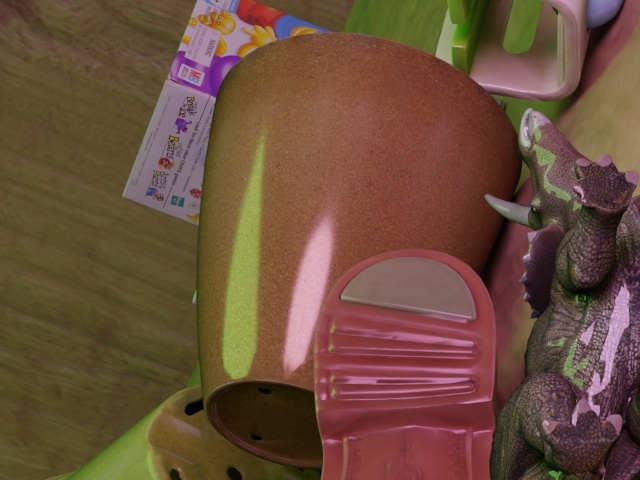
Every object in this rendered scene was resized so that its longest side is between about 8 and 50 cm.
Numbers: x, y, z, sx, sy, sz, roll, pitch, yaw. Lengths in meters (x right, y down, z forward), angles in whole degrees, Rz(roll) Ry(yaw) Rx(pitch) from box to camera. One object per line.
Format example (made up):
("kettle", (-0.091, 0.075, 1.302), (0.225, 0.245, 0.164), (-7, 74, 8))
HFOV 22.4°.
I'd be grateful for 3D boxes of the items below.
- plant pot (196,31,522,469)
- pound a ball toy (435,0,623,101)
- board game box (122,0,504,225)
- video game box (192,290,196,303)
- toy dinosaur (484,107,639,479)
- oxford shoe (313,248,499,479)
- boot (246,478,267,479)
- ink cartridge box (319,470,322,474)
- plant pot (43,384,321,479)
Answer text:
("plant pot", (0.008, 0.026, 1.150), (0.237, 0.237, 0.254), (122, 166, -55))
("pound a ball toy", (0.180, -0.247, 1.222), (0.208, 0.136, 0.319), (75, -152, -57))
("board game box", (-0.004, -0.079, 1.361), (0.142, 0.275, 0.144), (-76, 10, -45))
("video game box", (0.000, 0.000, 1.459), (0.048, 0.187, 0.205), (121, 168, -52))
("toy dinosaur", (0.130, 0.066, 0.753), (0.160, 0.121, 0.313), (100, -178, -62))
("oxford shoe", (0.051, 0.200, 0.912), (0.146, 0.141, 0.397), (75, -158, -51))
("boot", (-0.021, 0.326, 1.130), (0.112, 0.115, 0.305), (1, 79, 40))
("ink cartridge box", (0.002, 0.110, 1.551), (0.134, 0.078, 0.231), (120, 168, -48))
("plant pot", (-0.136, 0.273, 1.498), (0.254, 0.276, 0.276), (-49, 18, 37))
